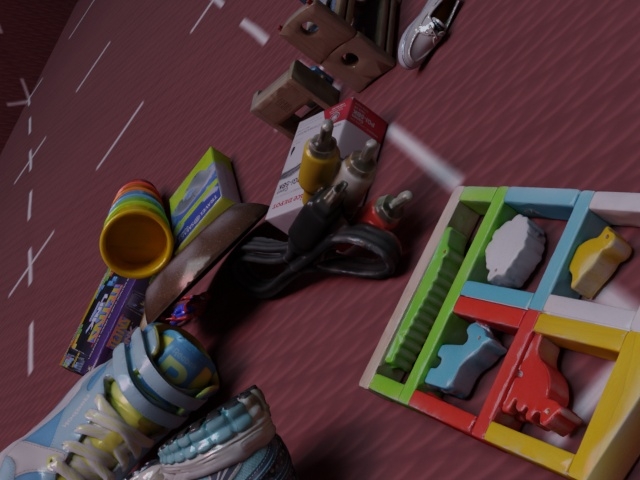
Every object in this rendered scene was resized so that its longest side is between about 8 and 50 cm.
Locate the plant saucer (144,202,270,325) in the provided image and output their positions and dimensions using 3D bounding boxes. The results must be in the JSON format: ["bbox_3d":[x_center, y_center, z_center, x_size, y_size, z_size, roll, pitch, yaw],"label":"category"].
[{"bbox_3d":[-0.138,0.019,1.008,0.198,0.036,0.198,-44,2,2],"label":"plant saucer"}]

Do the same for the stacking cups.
[{"bbox_3d":[-0.264,-0.039,1.268,0.096,0.096,0.316,-54,18,8],"label":"stacking cups"}]

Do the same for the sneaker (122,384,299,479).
[{"bbox_3d":[-0.100,0.231,0.752,0.110,0.122,0.283,-26,-13,-32],"label":"sneaker"}]

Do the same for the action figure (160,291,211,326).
[{"bbox_3d":[-0.173,0.089,1.098,0.115,0.030,0.038,-30,34,39],"label":"action figure"}]

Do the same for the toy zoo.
[{"bbox_3d":[0.154,0.053,0.605,0.293,0.030,0.192,11,71,61],"label":"toy zoo"}]

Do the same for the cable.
[{"bbox_3d":[0.000,0.000,0.868,0.072,0.139,0.287,-45,-1,-31],"label":"cable"}]

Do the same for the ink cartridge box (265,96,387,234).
[{"bbox_3d":[0.006,-0.074,0.942,0.099,0.056,0.135,-18,47,50],"label":"ink cartridge box"}]

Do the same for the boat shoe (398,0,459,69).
[{"bbox_3d":[0.120,-0.229,0.942,0.100,0.035,0.035,-57,24,-12],"label":"boat shoe"}]

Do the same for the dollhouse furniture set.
[{"bbox_3d":[-0.015,-0.243,1.067,0.184,0.129,0.129,-32,37,40],"label":"dollhouse furniture set"}]

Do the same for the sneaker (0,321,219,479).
[{"bbox_3d":[-0.216,0.195,0.891,0.208,0.127,0.319,-38,15,29],"label":"sneaker"}]

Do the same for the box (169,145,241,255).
[{"bbox_3d":[-0.158,-0.043,1.191,0.109,0.042,0.178,-49,28,17],"label":"box"}]

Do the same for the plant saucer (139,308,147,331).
[{"bbox_3d":[-0.230,0.113,1.144,0.083,0.015,0.083,-163,90,-79],"label":"plant saucer"}]

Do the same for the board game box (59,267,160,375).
[{"bbox_3d":[-0.297,0.117,1.246,0.141,0.048,0.170,-4,58,58],"label":"board game box"}]
